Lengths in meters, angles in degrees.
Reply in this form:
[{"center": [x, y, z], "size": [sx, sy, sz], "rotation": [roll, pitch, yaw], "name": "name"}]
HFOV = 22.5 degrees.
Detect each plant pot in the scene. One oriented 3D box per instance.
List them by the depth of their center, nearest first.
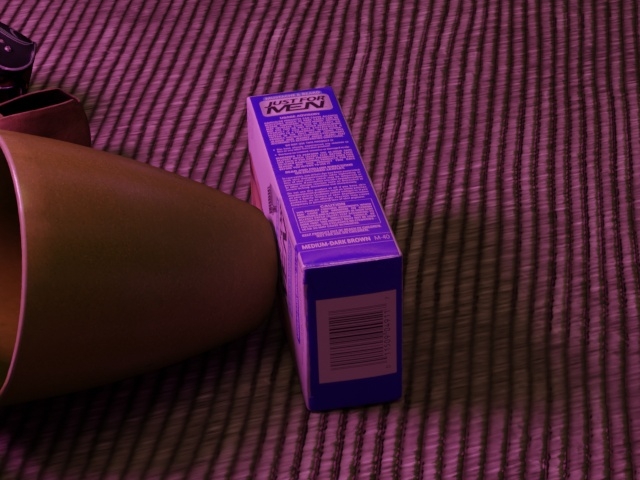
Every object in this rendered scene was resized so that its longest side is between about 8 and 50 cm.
[{"center": [-0.202, 0.028, 1.628], "size": [0.294, 0.274, 0.275], "rotation": [0, 31, -28], "name": "plant pot"}]

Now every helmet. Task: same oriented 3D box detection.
[{"center": [-0.449, -0.209, 2.027], "size": [0.162, 0.169, 0.169], "rotation": [12, 33, -11], "name": "helmet"}]

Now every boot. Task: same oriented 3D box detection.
[{"center": [-0.416, -0.099, 1.910], "size": [0.305, 0.115, 0.112], "rotation": [-23, 43, -27], "name": "boot"}]

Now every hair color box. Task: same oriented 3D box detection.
[{"center": [0.000, 0.000, 1.702], "size": [0.110, 0.185, 0.339], "rotation": [-7, 35, -7], "name": "hair color box"}]

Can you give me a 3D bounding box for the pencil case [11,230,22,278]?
[{"center": [-0.429, -0.004, 1.774], "size": [0.273, 0.113, 0.124], "rotation": [4, 65, 4], "name": "pencil case"}]
